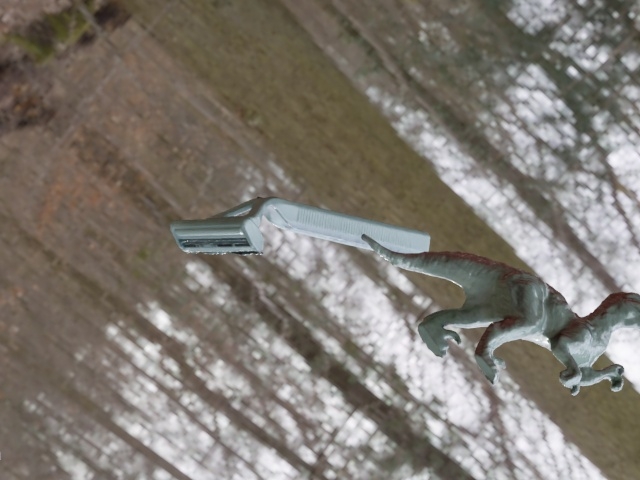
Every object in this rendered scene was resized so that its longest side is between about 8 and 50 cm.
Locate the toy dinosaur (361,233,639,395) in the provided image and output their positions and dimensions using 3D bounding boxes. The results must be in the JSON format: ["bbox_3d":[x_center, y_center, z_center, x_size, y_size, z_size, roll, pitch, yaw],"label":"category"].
[{"bbox_3d":[0.152,0.046,0.972,0.167,0.242,0.053,-45,164,-32],"label":"toy dinosaur"}]

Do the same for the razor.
[{"bbox_3d":[0.001,-0.011,1.130,0.111,0.278,0.056,-1,-92,48],"label":"razor"}]
